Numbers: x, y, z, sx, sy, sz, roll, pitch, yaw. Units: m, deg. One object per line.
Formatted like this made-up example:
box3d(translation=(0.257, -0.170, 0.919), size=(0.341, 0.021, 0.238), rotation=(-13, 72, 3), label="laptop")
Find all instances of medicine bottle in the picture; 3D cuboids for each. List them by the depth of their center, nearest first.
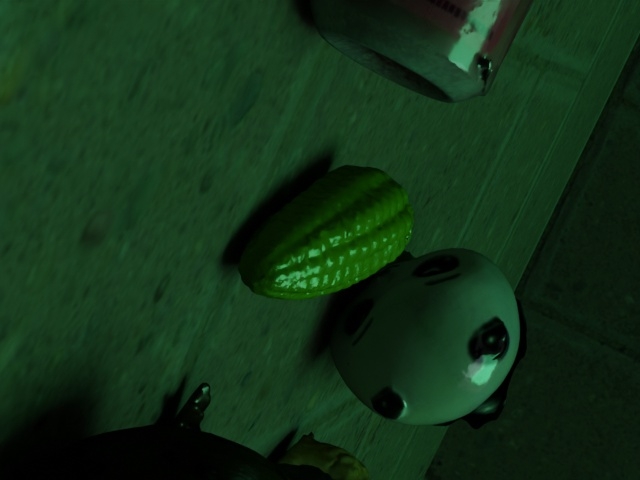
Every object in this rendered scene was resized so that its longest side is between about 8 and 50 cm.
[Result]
box3d(translation=(0.102, -0.228, 0.956), size=(0.247, 0.147, 0.147), rotation=(-63, 166, -1), label="medicine bottle")

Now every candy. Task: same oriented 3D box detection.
box3d(translation=(0.000, 0.000, 1.130), size=(0.209, 0.096, 0.097), rotation=(-29, 144, -57), label="candy")

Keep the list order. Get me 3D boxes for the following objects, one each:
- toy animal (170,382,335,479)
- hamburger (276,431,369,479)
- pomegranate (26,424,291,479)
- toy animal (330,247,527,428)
box3d(translation=(-0.059, 0.221, 1.126), size=(0.122, 0.185, 0.298), rotation=(-61, -175, -28), label="toy animal")
box3d(translation=(-0.023, 0.375, 1.489), size=(0.330, 0.209, 0.162), rotation=(-41, 154, -52), label="hamburger")
box3d(translation=(-0.075, 0.266, 0.887), size=(0.291, 0.323, 0.291), rotation=(-168, -90, -71), label="pomegranate")
box3d(translation=(0.120, 0.103, 1.536), size=(0.212, 0.212, 0.267), rotation=(-62, 163, -4), label="toy animal")
